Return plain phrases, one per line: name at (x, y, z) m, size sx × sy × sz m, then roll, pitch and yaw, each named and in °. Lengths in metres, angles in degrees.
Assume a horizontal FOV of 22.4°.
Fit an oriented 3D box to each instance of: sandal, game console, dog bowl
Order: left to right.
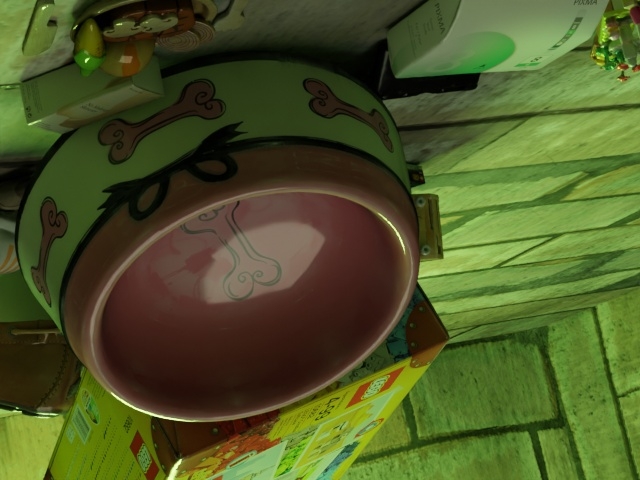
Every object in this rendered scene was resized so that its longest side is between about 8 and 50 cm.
sandal at (-0.387, -0.003, 1.739) m, size 0.102 × 0.076 × 0.265 m, roll 14°, pitch 172°, yaw 18°
dog bowl at (-0.084, 0.018, 1.588) m, size 0.408 × 0.150 × 0.408 m, roll -14°, pitch 138°, yaw -13°
game console at (0.095, -0.182, 1.633) m, size 0.122 × 0.071 × 0.107 m, roll -9°, pitch 139°, yaw -21°

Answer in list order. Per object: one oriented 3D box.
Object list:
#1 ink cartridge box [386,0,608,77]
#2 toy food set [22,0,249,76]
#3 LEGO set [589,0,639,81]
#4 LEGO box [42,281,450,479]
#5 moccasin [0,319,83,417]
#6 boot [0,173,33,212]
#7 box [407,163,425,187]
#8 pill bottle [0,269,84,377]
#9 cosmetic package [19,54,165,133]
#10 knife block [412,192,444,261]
ink cartridge box at (0.192, -0.214, 1.481) m, size 0.181 × 0.056 × 0.225 m, roll -6°, pitch 169°, yaw -32°
toy food set at (-0.144, -0.171, 1.337) m, size 0.192 × 0.038 × 0.132 m, roll -10°, pitch 168°, yaw -17°
LEGO set at (0.329, -0.199, 1.562) m, size 0.132 × 0.107 × 0.287 m, roll -6°, pitch 167°, yaw -30°
LEGO box at (-0.111, 0.218, 2.022) m, size 0.372 × 0.193 × 0.500 m, roll -21°, pitch 160°, yaw -27°
moccasin at (-0.456, 0.101, 1.831) m, size 0.380 × 0.147 × 0.139 m, roll 9°, pitch 179°, yaw 5°
boot at (-0.303, -0.054, 1.762) m, size 0.118 × 0.042 × 0.087 m, roll -2°, pitch 171°, yaw -40°
box at (0.062, -0.077, 2.081) m, size 0.094 × 0.027 × 0.137 m, roll -18°, pitch 168°, yaw 30°
pill bottle at (-0.287, 0.097, 2.077) m, size 0.210 × 0.210 × 0.363 m, roll -17°, pitch 168°, yaw 22°
cosmetic package at (-0.204, -0.135, 1.446) m, size 0.115 × 0.041 × 0.060 m, roll -18°, pitch 168°, yaw 24°
knife block at (0.000, 0.000, 2.157) m, size 0.276 × 0.088 × 0.242 m, roll -3°, pitch 175°, yaw -15°
